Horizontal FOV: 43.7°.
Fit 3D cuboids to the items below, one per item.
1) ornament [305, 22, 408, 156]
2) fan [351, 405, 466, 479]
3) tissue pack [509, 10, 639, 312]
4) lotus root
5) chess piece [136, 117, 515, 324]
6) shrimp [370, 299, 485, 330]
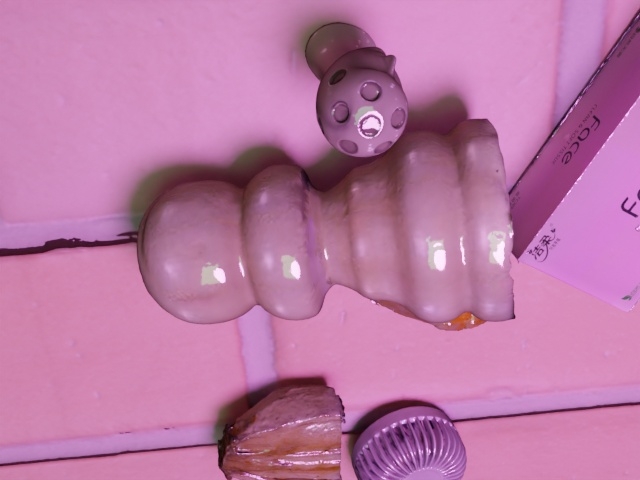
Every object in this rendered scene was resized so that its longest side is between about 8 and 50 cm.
[{"bbox_3d":[0.030,-0.126,0.655,0.075,0.156,0.081,37,111,-24],"label":"ornament"},{"bbox_3d":[0.102,0.302,0.960,0.130,0.074,0.244,-7,126,-14],"label":"fan"},{"bbox_3d":[0.300,-0.069,0.752,0.148,0.092,0.246,23,114,-19],"label":"tissue pack"},{"bbox_3d":[-0.042,0.220,0.896,0.144,0.070,0.143,2,125,-12],"label":"lotus root"},{"bbox_3d":[0.000,0.000,0.727,0.330,0.182,0.182,-7,120,5],"label":"chess piece"},{"bbox_3d":[0.107,0.038,0.826,0.190,0.042,0.101,12,97,-11],"label":"shrimp"}]
